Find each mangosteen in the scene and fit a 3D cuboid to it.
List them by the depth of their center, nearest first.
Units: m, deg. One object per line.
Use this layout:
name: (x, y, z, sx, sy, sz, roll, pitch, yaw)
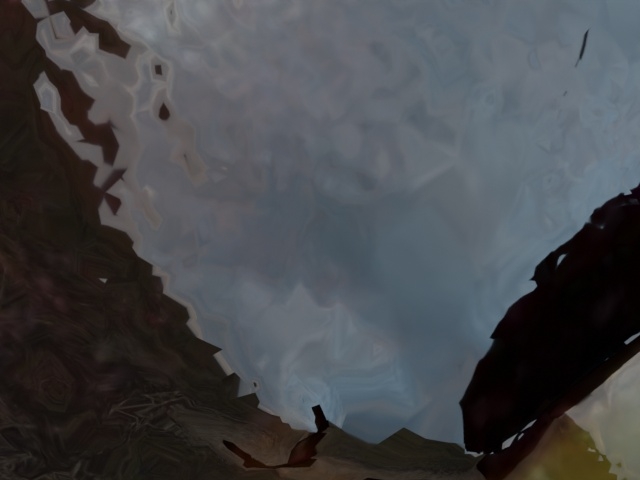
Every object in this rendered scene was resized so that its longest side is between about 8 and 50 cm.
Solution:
mangosteen: (0.000, 0.000, 0.469, 0.347, 0.307, 0.307, 50, 9, 8)
